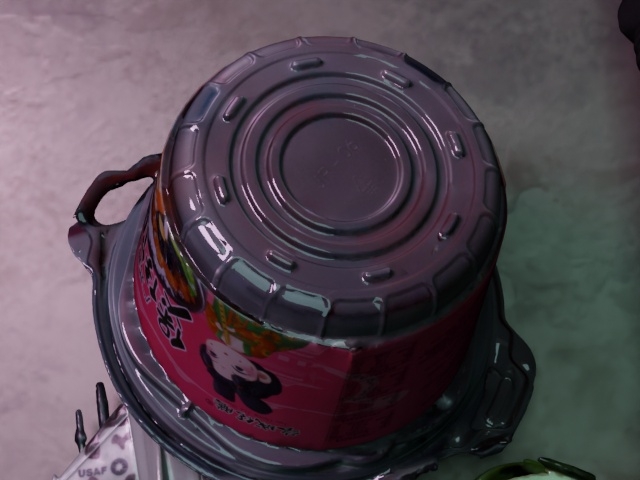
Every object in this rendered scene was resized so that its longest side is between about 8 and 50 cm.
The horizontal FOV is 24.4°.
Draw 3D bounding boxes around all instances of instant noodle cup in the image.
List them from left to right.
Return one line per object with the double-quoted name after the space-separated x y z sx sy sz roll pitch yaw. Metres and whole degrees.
0.000 0.000 0.844 0.303 0.181 0.258 16 61 0 "instant noodle cup"

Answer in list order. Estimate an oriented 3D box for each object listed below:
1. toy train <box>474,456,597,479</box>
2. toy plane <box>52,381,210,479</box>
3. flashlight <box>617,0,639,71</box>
0.161 0.233 0.826 0.272 0.159 0.188 17 83 5 "toy train"
-0.095 0.112 0.918 0.160 0.082 0.234 -13 61 11 "toy plane"
0.242 -0.048 0.897 0.103 0.103 0.423 -4 71 3 "flashlight"
